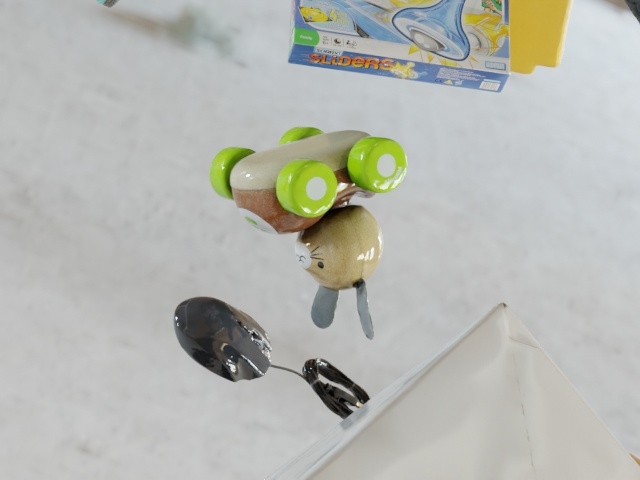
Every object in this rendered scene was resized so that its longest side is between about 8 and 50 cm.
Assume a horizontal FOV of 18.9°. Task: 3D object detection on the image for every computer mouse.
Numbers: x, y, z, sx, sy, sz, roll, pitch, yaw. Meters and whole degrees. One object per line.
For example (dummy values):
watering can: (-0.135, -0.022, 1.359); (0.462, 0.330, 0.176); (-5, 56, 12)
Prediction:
computer mouse: (-0.039, 0.115, 1.855); (0.242, 0.041, 0.071); (26, 41, -31)

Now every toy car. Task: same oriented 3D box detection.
toy car: (0.000, 0.000, 1.780); (0.149, 0.188, 0.155); (-19, 17, -28)

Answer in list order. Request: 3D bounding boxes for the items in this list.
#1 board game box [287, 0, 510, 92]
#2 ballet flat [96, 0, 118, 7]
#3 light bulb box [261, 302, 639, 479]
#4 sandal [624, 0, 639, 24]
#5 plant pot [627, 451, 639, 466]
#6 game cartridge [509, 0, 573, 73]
board game box: (0.073, -0.213, 1.767); (0.201, 0.035, 0.136); (7, 61, -9)
ballet flat: (-0.174, -0.309, 1.822); (0.074, 0.203, 0.074); (6, 38, -5)
light bulb box: (0.008, 0.278, 1.371); (0.225, 0.361, 0.358); (51, 40, 3)
sandal: (0.255, -0.250, 1.338); (0.107, 0.167, 0.446); (-33, 99, -44)
plant pot: (0.253, 0.323, 1.695); (0.291, 0.291, 0.203); (0, 49, -48)
game cartridge: (0.131, -0.332, 1.982); (0.285, 0.324, 0.053); (13, 43, 8)
